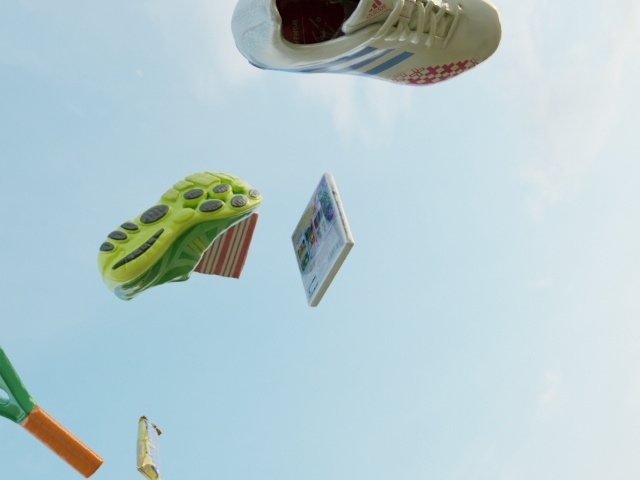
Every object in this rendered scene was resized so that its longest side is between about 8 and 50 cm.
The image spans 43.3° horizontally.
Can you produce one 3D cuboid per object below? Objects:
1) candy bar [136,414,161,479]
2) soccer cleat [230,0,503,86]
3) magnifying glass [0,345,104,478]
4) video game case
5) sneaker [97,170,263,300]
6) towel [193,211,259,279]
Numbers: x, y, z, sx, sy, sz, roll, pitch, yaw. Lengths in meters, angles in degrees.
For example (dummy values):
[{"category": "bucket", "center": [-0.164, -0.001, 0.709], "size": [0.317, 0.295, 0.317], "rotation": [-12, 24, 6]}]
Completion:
[{"category": "candy bar", "center": [-0.214, 0.262, 1.001], "size": [0.018, 0.161, 0.040], "rotation": [-42, -75, -1]}, {"category": "soccer cleat", "center": [0.072, -0.231, 0.864], "size": [0.331, 0.143, 0.116], "rotation": [-7, -92, -19]}, {"category": "magnifying glass", "center": [-0.318, 0.162, 0.826], "size": [0.092, 0.231, 0.026], "rotation": [-42, 8, 27]}, {"category": "video game case", "center": [0.000, 0.000, 1.240], "size": [0.019, 0.143, 0.157], "rotation": [4, -41, -24]}, {"category": "sneaker", "center": [-0.220, -0.011, 1.264], "size": [0.295, 0.109, 0.124], "rotation": [-34, -26, -30]}, {"category": "towel", "center": [-0.205, -0.006, 1.543], "size": [0.197, 0.029, 0.144], "rotation": [15, -85, -51]}]
